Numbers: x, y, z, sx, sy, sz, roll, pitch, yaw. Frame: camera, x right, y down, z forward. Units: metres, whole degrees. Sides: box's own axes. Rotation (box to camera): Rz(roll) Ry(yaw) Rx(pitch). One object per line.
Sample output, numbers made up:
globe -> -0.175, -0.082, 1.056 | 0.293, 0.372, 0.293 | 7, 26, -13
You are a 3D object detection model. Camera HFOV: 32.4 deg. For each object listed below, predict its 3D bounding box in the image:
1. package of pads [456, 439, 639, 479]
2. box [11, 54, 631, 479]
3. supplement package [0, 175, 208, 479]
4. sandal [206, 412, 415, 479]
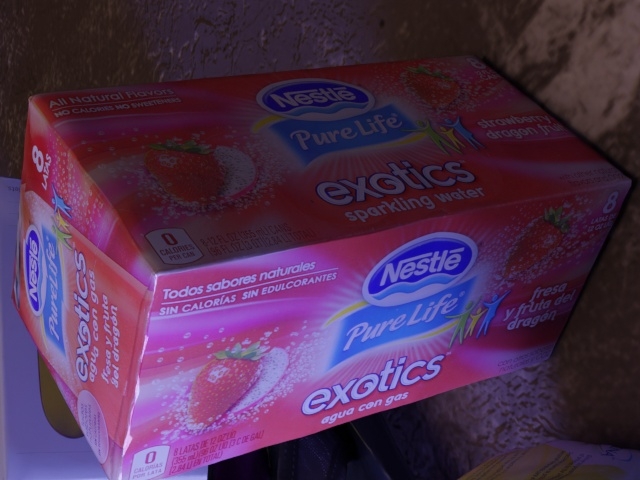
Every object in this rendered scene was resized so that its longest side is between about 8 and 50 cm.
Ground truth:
package of pads -> 0.093, 0.234, 0.539 | 0.101, 0.297, 0.229 | -5, 90, 31
box -> 0.000, 0.000, 0.613 | 0.154, 0.300, 0.142 | 49, 137, 38
supplement package -> -0.214, 0.109, 0.990 | 0.198, 0.199, 0.262 | -40, 52, 51
sandal -> -0.029, 0.154, 0.790 | 0.167, 0.107, 0.445 | -47, 49, 39
